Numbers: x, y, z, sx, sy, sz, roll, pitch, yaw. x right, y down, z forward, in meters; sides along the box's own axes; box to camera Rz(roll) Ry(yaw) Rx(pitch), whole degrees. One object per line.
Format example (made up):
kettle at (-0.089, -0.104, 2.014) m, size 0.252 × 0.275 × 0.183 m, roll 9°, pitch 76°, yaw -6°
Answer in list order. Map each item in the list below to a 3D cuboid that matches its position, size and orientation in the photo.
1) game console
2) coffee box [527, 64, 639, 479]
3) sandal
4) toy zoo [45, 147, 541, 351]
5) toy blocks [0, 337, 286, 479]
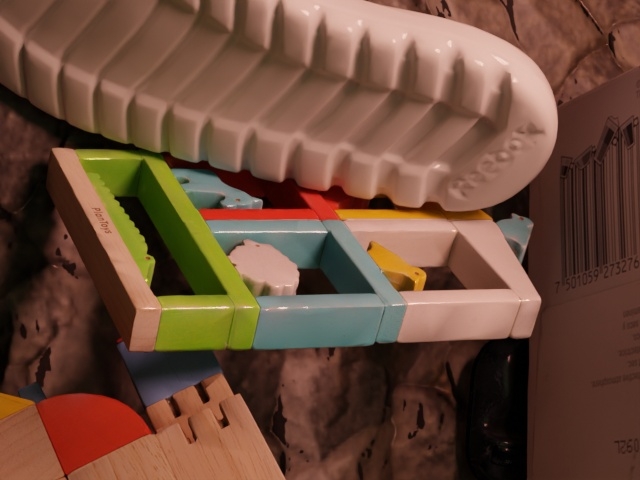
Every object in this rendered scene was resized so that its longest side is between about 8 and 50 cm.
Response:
game console at (0.266, 0.118, 1.068) m, size 0.361 × 0.044 × 0.213 m, roll 7°, pitch 77°, yaw -25°
coffee box at (0.354, 0.066, 0.905) m, size 0.334 × 0.338 × 0.338 m, roll 8°, pitch 76°, yaw -24°
sandal at (-0.058, -0.128, 0.898) m, size 0.416 × 0.169 × 0.102 m, roll 22°, pitch 41°, yaw -10°
toy zoo at (0.000, 0.000, 0.893) m, size 0.293 × 0.192 × 0.030 m, roll -1°, pitch 120°, yaw -26°
toy blocks at (-0.156, 0.174, 0.754) m, size 0.381 × 0.190 × 0.261 m, roll -26°, pitch 54°, yaw -9°
